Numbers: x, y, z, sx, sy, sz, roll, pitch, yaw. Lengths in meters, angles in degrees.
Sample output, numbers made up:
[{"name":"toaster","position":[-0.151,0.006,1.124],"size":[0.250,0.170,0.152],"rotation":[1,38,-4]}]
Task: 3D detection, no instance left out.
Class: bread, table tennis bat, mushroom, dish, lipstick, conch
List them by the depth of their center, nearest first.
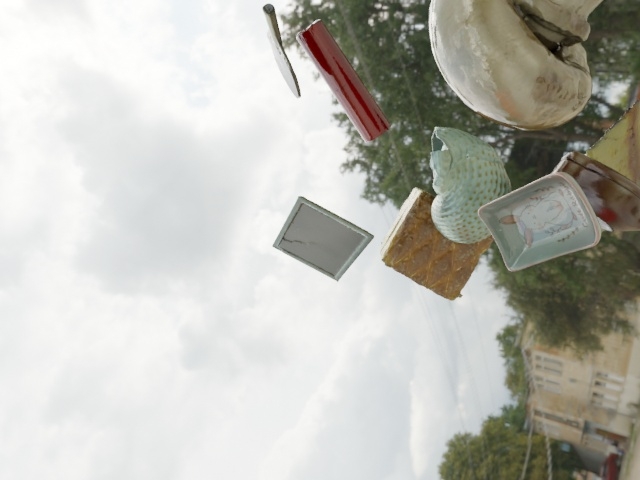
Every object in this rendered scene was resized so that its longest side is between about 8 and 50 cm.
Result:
[{"name":"mushroom","position":[0.319,-0.315,0.839],"size":[0.293,0.290,0.292],"rotation":[26,-133,-31]},{"name":"dish","position":[0.432,-0.041,1.134],"size":[0.077,0.212,0.151],"rotation":[-28,-91,-38]},{"name":"table tennis bat","position":[-0.079,-0.370,1.145],"size":[0.022,0.131,0.234],"rotation":[-27,-23,-4]},{"name":"lipstick","position":[0.051,-0.347,1.280],"size":[0.279,0.073,0.073],"rotation":[54,-134,-13]},{"name":"conch","position":[0.399,-0.162,1.583],"size":[0.319,0.215,0.302],"rotation":[77,-173,-49]},{"name":"bread","position":[0.857,-0.262,1.751],"size":[0.346,0.242,0.404],"rotation":[-34,-60,-5]},{"name":"bread","position":[0.365,0.007,1.888],"size":[0.278,0.279,0.207],"rotation":[-63,3,11]}]

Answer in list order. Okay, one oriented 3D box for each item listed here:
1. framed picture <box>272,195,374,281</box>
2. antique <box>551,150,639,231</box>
[{"name":"framed picture","position":[0.000,0.000,1.650],"size":[0.018,0.231,0.293],"rotation":[-65,5,-34]},{"name":"antique","position":[0.723,-0.117,1.511],"size":[0.129,0.278,0.223],"rotation":[-57,3,5]}]
